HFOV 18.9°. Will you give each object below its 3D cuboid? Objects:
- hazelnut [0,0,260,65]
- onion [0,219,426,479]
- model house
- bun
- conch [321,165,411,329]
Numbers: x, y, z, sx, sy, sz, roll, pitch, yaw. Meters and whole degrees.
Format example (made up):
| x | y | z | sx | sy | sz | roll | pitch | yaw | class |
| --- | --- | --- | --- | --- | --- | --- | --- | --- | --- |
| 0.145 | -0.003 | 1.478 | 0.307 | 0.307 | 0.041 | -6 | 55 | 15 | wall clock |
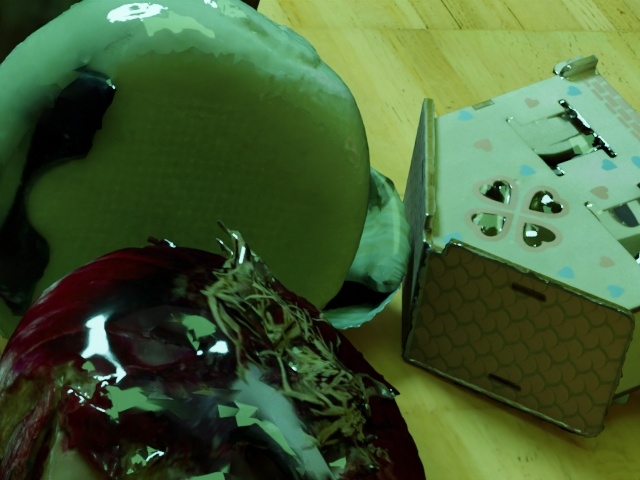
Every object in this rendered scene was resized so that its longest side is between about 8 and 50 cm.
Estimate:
| x | y | z | sx | sy | sz | roll | pitch | yaw | class |
| --- | --- | --- | --- | --- | --- | --- | --- | --- | --- |
| -0.230 | -0.241 | 1.476 | 0.359 | 0.359 | 0.409 | 38 | 38 | 25 | hazelnut |
| -0.064 | 0.155 | 1.137 | 0.314 | 0.232 | 0.314 | 33 | 28 | -21 | onion |
| 0.176 | 0.027 | 1.455 | 0.244 | 0.169 | 0.326 | -17 | 51 | -28 | model house |
| -0.113 | -0.054 | 1.325 | 0.293 | 0.293 | 0.187 | 5 | 33 | -17 | bun |
| 0.000 | -0.001 | 1.446 | 0.135 | 0.102 | 0.153 | -1 | 80 | 3 | conch |
